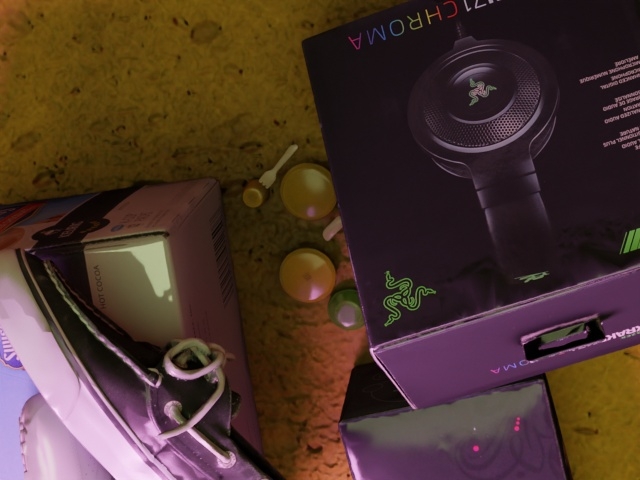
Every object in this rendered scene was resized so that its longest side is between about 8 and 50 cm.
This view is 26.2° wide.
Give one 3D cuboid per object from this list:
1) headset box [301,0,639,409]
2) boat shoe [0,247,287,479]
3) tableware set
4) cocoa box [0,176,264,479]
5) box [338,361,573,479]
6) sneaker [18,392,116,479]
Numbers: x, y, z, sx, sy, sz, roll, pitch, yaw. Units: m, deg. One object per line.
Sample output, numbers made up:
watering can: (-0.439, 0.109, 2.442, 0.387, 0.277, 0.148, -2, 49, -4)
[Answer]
headset box: (0.139, -0.039, 0.987, 0.246, 0.131, 0.283, -17, 61, 10)
boat shoe: (-0.097, 0.111, 0.899, 0.105, 0.113, 0.306, -37, 103, -1)
tableware set: (0.000, 0.000, 1.143, 0.154, 0.024, 0.104, 42, 107, -5)
cocoa box: (-0.180, 0.147, 1.087, 0.228, 0.231, 0.347, -7, 102, 7)
box: (0.129, 0.231, 1.119, 0.165, 0.143, 0.270, -14, 101, 9)
sneaker: (-0.144, 0.207, 0.943, 0.095, 0.090, 0.235, -16, 107, -4)
